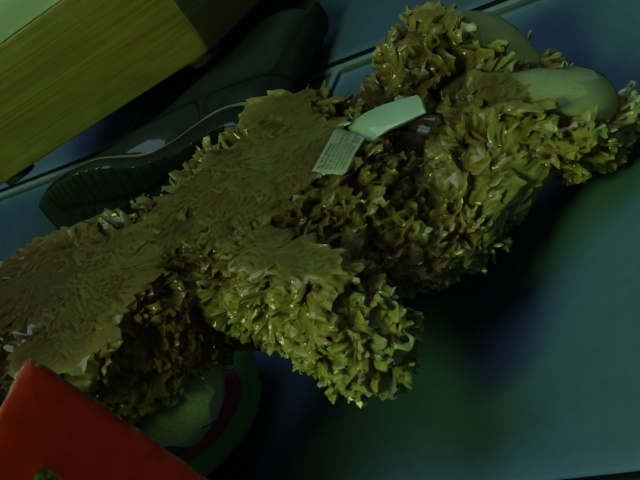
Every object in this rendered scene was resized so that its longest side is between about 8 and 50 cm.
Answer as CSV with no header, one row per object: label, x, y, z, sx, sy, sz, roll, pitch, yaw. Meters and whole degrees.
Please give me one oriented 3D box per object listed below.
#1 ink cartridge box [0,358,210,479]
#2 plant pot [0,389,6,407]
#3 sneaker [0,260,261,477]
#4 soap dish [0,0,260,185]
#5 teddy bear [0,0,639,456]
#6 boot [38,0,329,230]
ink cartridge box,-0.055,0.212,0.681,0.060,0.239,0.275,-11,48,53
plant pot,-0.280,0.192,0.865,0.305,0.334,0.334,-45,27,13
sneaker,-0.253,0.150,1.113,0.483,0.185,0.202,-28,-2,11
soap dish,-0.141,-0.166,1.363,0.291,0.118,0.229,-27,16,41
teddy bear,0.000,0.000,0.957,0.338,0.113,0.245,-41,39,-24
boot,-0.081,-0.072,1.275,0.198,0.077,0.137,-16,37,32
